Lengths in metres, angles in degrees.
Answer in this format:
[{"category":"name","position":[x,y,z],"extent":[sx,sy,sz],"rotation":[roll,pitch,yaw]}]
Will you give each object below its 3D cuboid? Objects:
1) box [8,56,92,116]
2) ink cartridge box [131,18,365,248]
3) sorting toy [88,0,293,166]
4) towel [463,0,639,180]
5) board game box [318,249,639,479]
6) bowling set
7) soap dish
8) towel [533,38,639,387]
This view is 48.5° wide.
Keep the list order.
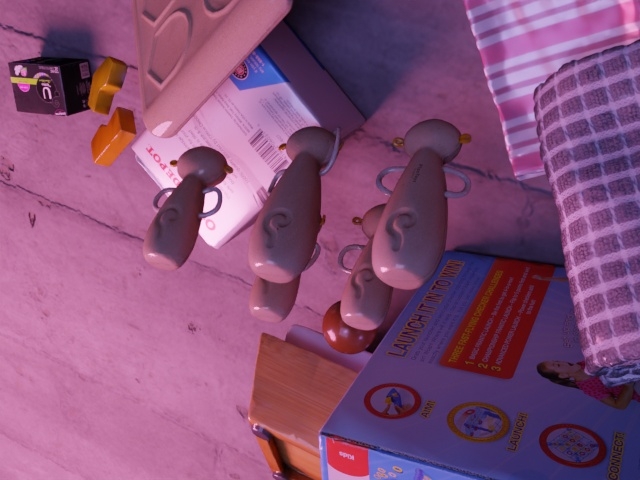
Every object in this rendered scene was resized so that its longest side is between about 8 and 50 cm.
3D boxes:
[{"category":"box","position":[-0.326,-0.188,0.864],"extent":[0.083,0.052,0.062],"rotation":[9,115,24]},{"category":"ink cartridge box","position":[-0.080,-0.110,0.745],"extent":[0.203,0.086,0.148],"rotation":[-38,91,35]},{"category":"sorting toy","position":[-0.145,-0.219,0.713],"extent":[0.307,0.041,0.229],"rotation":[-37,56,35]},{"category":"towel","position":[0.208,-0.158,0.605],"extent":[0.144,0.029,0.197],"rotation":[-13,105,31]},{"category":"board game box","position":[0.200,0.129,0.569],"extent":[0.302,0.308,0.086],"rotation":[9,118,25]},{"category":"bowling set","position":[0.000,0.000,0.664],"extent":[0.287,0.154,0.200],"rotation":[5,149,21]},{"category":"soap dish","position":[0.065,0.223,0.749],"extent":[0.291,0.118,0.229],"rotation":[21,150,17]},{"category":"towel","position":[0.298,-0.040,0.463],"extent":[0.284,0.121,0.235],"rotation":[-16,62,25]}]
